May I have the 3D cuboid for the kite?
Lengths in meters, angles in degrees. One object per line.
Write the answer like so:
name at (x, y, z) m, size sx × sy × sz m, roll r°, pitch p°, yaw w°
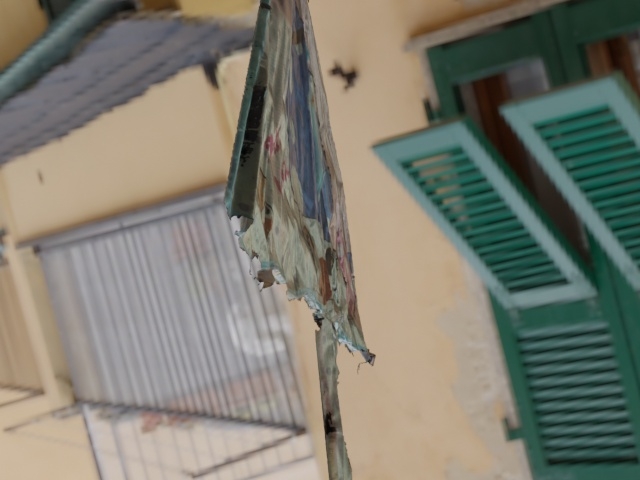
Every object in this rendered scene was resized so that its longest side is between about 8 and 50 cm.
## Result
kite at (0.001, 0.000, 0.641) m, size 0.014 × 0.368 × 0.406 m, roll -7°, pitch 167°, yaw 8°
